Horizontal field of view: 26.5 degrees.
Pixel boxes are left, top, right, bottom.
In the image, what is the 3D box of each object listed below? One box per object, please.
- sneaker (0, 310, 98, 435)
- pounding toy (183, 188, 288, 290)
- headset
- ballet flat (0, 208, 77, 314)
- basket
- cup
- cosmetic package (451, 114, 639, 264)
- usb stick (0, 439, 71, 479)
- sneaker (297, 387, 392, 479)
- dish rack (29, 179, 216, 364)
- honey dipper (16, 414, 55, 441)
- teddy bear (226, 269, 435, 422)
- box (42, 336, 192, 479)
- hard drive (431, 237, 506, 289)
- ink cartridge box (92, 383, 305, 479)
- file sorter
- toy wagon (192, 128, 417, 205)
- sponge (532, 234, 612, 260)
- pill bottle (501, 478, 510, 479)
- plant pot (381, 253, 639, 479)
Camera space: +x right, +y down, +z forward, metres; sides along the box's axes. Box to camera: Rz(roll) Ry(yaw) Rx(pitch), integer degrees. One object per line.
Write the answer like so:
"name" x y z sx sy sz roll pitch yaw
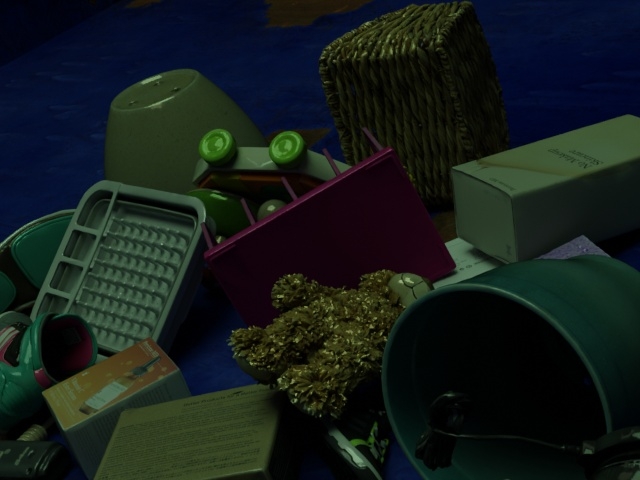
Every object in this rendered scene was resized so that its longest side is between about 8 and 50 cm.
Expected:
"sneaker" -0.413 0.158 1.997 0.178 0.123 0.295 -29 24 9
"pounding toy" -0.130 0.014 2.113 0.237 0.183 0.110 3 60 33
"headset" 0.254 0.270 1.203 0.394 0.185 0.243 38 57 16
"ballet flat" -0.529 0.068 2.321 0.400 0.139 0.139 -37 30 -31
"basket" 0.158 -0.221 2.176 0.223 0.299 0.213 -5 28 28
"cup" -0.257 -0.167 2.447 0.331 0.237 0.331 -16 26 8
"cosmetic package" 0.356 -0.073 1.893 0.310 0.113 0.160 -17 24 -23
"usb stick" -0.467 0.306 1.872 0.278 0.045 0.077 -4 29 30
"sneaker" 0.046 0.229 1.611 0.097 0.084 0.234 -22 26 -11
"dish rack" -0.297 0.060 2.094 0.333 0.072 0.285 11 75 47
"honey dipper" -0.377 0.248 1.943 0.030 0.030 0.160 -4 28 31
"teddy bear" 0.042 0.115 1.672 0.338 0.113 0.245 -7 29 -33
"box" -0.270 0.225 1.838 0.170 0.091 0.130 -28 26 -16
"hard drive" 0.254 0.061 1.846 0.203 0.040 0.307 -22 25 -5
"ink cartridge box" -0.148 0.273 1.657 0.235 0.088 0.193 -13 25 15
"file sorter" 0.000 0.000 1.918 0.291 0.202 0.182 -30 23 0
"toy wagon" -0.022 -0.080 2.093 0.344 0.267 0.068 4 68 25
"sponge" 0.327 0.062 1.705 0.117 0.031 0.210 -23 25 -7
"pill bottle" 0.085 0.319 1.338 0.246 0.136 0.136 -18 25 3
"plant pot" 0.249 0.134 1.469 0.272 0.271 0.255 3 20 39
